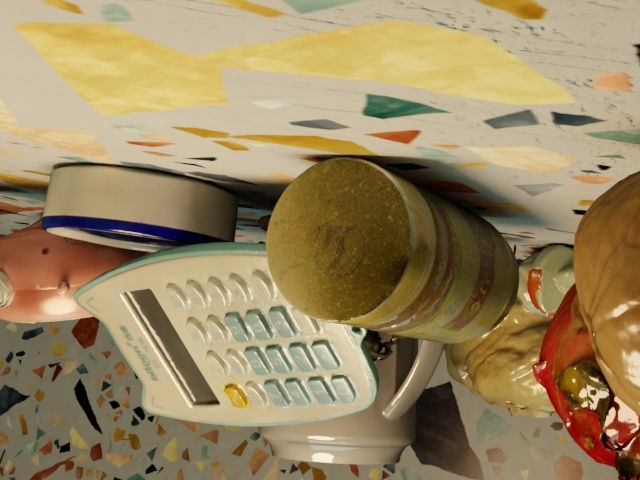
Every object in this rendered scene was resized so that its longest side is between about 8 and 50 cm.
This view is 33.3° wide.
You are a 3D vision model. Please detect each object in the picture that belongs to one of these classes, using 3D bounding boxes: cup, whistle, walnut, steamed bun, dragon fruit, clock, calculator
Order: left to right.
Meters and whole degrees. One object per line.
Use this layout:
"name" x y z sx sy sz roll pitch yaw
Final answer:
"clock" -0.352 0.029 1.452 0.227 0.142 0.241 2 -166 34
"clock" -0.215 -0.033 1.292 0.231 0.083 0.230 9 175 1
"calculator" -0.102 0.111 1.240 0.386 0.256 0.054 -7 -149 39
"cup" 0.060 0.164 1.591 0.237 0.326 0.323 11 169 -41
"steamed bun" 0.381 0.167 1.717 0.325 0.230 0.372 9 176 -21
"whistle" 0.319 0.057 1.404 0.102 0.105 0.253 -8 177 -10
"dragon fruit" 0.365 0.098 1.043 0.269 0.250 0.291 -6 154 -49
"walnut" 0.291 0.033 0.735 0.228 0.228 0.228 7 174 1

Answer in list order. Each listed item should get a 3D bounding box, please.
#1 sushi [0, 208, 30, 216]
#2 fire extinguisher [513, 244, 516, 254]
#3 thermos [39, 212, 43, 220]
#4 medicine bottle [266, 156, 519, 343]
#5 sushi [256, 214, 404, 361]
"sushi" -0.529 -0.071 1.535 0.201 0.031 0.139 9 175 18
"fire extinguisher" 0.154 0.019 1.406 0.231 0.071 0.099 3 151 32
"thermos" -0.372 0.039 1.870 0.265 0.145 0.176 15 178 -15
"medicine bottle" 0.089 0.022 1.093 0.151 0.151 0.322 4 173 29
"sushi" 0.010 0.073 1.334 0.238 0.225 0.219 -12 163 -47
